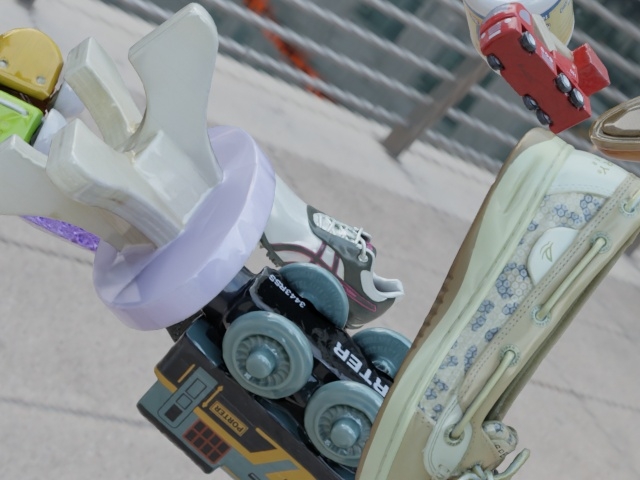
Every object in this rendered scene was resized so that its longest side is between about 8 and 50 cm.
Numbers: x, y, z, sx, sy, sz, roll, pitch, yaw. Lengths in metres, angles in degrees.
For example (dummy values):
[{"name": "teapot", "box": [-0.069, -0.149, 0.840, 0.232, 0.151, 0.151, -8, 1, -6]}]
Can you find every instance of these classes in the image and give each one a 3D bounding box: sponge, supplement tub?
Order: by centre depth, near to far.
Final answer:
[{"name": "sponge", "box": [-0.250, -0.009, 1.271, 0.117, 0.031, 0.210, 24, -6, -6]}, {"name": "supplement tub", "box": [0.268, -0.317, 1.649, 0.144, 0.144, 0.200, 48, -4, 25]}]

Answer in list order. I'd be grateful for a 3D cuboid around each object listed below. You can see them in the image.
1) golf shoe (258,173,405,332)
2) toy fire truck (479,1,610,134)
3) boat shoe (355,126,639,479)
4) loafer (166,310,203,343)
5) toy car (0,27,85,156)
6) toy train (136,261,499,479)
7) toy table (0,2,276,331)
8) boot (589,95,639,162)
[{"name": "golf shoe", "box": [0.000, 0.000, 1.502, 0.273, 0.120, 0.105, 55, 21, -35]}, {"name": "toy fire truck", "box": [0.226, -0.182, 1.223, 0.192, 0.047, 0.135, 41, 36, -32]}, {"name": "boat shoe", "box": [0.098, 0.077, 0.702, 0.089, 0.285, 0.104, 25, 3, 13]}, {"name": "loafer", "box": [-0.176, 0.071, 1.548, 0.220, 0.080, 0.078, 51, 11, -46]}, {"name": "toy car", "box": [-0.358, -0.150, 1.389, 0.159, 0.136, 0.182, 25, 55, -15]}, {"name": "toy train", "box": [0.003, 0.164, 1.040, 0.334, 0.190, 0.142, 42, 30, -3]}, {"name": "toy table", "box": [-0.155, -0.061, 1.001, 0.161, 0.252, 0.274, 51, 0, -26]}, {"name": "boot", "box": [0.455, -0.065, 1.390, 0.109, 0.283, 0.220, -87, 166, -48]}]
